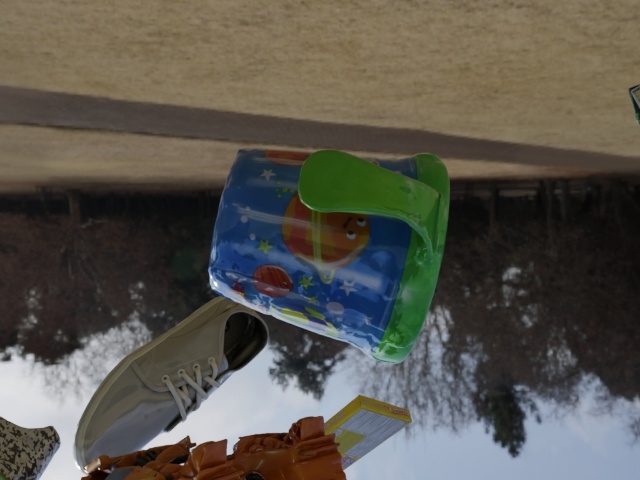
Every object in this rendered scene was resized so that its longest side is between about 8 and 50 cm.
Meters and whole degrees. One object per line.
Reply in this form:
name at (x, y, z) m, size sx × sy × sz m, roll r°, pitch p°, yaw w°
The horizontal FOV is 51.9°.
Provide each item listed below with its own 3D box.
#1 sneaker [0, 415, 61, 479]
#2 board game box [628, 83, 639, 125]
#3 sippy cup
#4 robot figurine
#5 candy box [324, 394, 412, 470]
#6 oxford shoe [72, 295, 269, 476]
sneaker at (-0.483, 0.201, 0.746) m, size 0.410 × 0.158 × 0.182 m, roll 30°, pitch -150°, yaw 1°
board game box at (0.316, -0.079, 0.457) m, size 0.136 × 0.030 × 0.260 m, roll -21°, pitch 159°, yaw 32°
sippy cup at (0.000, 0.000, 0.728) m, size 0.224 × 0.305 × 0.240 m, roll 12°, pitch -144°, yaw -2°
robot figurine at (-0.123, 0.229, 0.619) m, size 0.211 × 0.085 × 0.291 m, roll 0°, pitch 162°, yaw -43°
candy box at (0.042, 0.320, 1.066) m, size 0.105 × 0.027 × 0.206 m, roll 22°, pitch 128°, yaw -30°
oxford shoe at (-0.258, 0.256, 1.217) m, size 0.130 × 0.169 × 0.449 m, roll 14°, pitch -140°, yaw 36°
